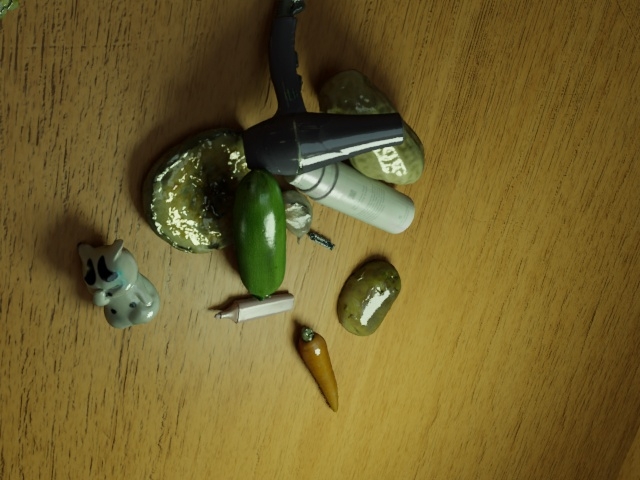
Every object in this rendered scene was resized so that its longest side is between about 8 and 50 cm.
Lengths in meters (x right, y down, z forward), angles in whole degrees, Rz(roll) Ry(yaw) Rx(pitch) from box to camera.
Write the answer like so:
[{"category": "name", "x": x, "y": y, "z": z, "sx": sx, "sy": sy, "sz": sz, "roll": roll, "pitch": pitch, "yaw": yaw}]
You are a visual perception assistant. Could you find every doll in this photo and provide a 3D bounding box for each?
[{"category": "doll", "x": -0.377, "y": 0.086, "z": 1.359, "sx": 0.110, "sy": 0.107, "sz": 0.180, "roll": -12, "pitch": 135, "yaw": 13}]

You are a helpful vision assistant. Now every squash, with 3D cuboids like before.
[{"category": "squash", "x": -0.119, "y": 0.009, "z": 1.441, "sx": 0.107, "sy": 0.107, "sz": 0.395, "roll": -27, "pitch": 150, "yaw": -21}]

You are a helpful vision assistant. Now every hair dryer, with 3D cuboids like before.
[{"category": "hair dryer", "x": -0.014, "y": -0.309, "z": 1.345, "sx": 0.301, "sy": 0.121, "sz": 0.361, "roll": -10, "pitch": 98, "yaw": -4}]

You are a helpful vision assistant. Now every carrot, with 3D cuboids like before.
[{"category": "carrot", "x": 0.007, "y": 0.326, "z": 1.795, "sx": 0.069, "sy": 0.069, "sz": 0.336, "roll": -34, "pitch": 132, "yaw": -16}]

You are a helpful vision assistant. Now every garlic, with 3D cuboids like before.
[{"category": "garlic", "x": -0.056, "y": -0.062, "z": 1.540, "sx": 0.084, "sy": 0.066, "sz": 0.152, "roll": -31, "pitch": 142, "yaw": 14}]

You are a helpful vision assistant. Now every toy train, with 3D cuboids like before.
[{"category": "toy train", "x": 0.000, "y": 0.000, "z": 1.639, "sx": 0.083, "sy": 0.017, "sz": 0.017, "roll": 28, "pitch": 94, "yaw": -42}]

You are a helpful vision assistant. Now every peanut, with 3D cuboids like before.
[{"category": "peanut", "x": 0.107, "y": -0.228, "z": 1.508, "sx": 0.152, "sy": 0.152, "sz": 0.313, "roll": -48, "pitch": 132, "yaw": -4}]

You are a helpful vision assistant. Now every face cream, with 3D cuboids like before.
[{"category": "face cream", "x": 0.063, "y": -0.106, "z": 1.571, "sx": 0.345, "sy": 0.102, "sz": 0.102, "roll": 23, "pitch": 100, "yaw": -41}]

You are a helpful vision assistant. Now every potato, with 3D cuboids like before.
[{"category": "potato", "x": 0.132, "y": 0.150, "z": 1.775, "sx": 0.164, "sy": 0.081, "sz": 0.200, "roll": 13, "pitch": 109, "yaw": -40}]

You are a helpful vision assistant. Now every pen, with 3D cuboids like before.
[{"category": "pen", "x": -0.148, "y": 0.152, "z": 1.610, "sx": 0.197, "sy": 0.032, "sz": 0.053, "roll": -7, "pitch": 119, "yaw": -35}]

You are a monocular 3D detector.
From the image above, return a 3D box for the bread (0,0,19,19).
[{"category": "bread", "x": -0.505, "y": -0.386, "z": 1.039, "sx": 0.117, "sy": 0.064, "sz": 0.156, "roll": -47, "pitch": 133, "yaw": 1}]

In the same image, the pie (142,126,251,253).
[{"category": "pie", "x": -0.214, "y": -0.096, "z": 1.410, "sx": 0.274, "sy": 0.055, "sz": 0.274, "roll": -17, "pitch": 123, "yaw": -27}]
